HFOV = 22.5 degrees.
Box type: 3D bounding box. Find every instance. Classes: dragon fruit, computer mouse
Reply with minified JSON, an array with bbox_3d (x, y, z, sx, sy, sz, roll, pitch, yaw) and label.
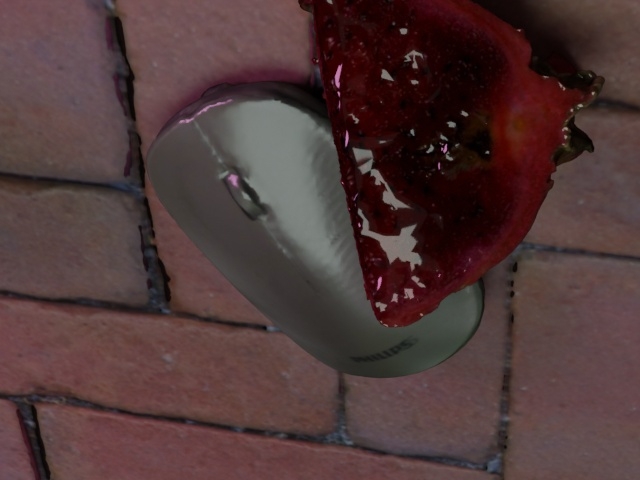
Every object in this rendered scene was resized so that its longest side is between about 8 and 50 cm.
[{"bbox_3d":[0.102,-0.083,1.185,0.211,0.134,0.262,-7,99,4],"label":"dragon fruit"},{"bbox_3d":[-0.001,0.004,1.342,0.197,0.095,0.331,-26,123,31],"label":"computer mouse"}]
